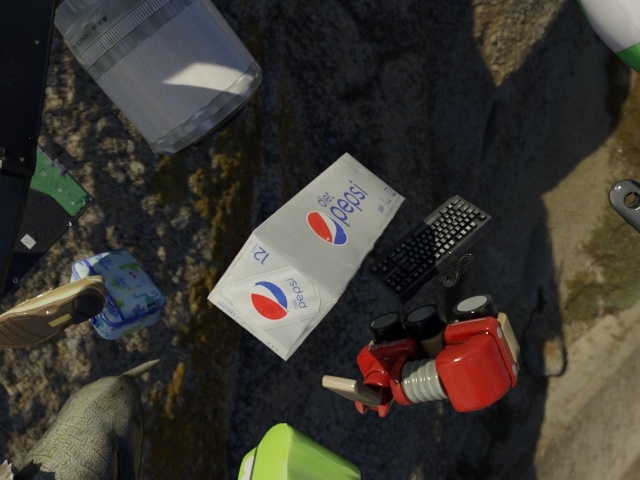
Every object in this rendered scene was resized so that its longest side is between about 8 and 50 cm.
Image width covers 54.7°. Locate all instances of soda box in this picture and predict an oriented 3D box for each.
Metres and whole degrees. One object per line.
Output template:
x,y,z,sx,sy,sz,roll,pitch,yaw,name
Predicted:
0.000,0.000,0.664,0.091,0.098,0.286,-52,179,30,soda box

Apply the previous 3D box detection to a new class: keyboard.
0.162,0.015,0.860,0.180,0.108,0.023,-39,147,-13,keyboard

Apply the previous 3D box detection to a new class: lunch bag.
-0.506,0.130,1.532,0.176,0.219,0.090,-18,150,-41,lunch bag

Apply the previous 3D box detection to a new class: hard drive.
-0.637,-0.058,1.229,0.237,0.064,0.339,51,40,-25,hard drive

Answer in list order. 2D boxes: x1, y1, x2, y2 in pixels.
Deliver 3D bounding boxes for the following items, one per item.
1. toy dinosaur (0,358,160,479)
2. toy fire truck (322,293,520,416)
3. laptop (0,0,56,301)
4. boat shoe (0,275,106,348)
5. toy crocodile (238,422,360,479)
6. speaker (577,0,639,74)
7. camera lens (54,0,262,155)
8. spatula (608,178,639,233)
-0.190,0.186,0.492,0.313,0.121,0.160,-44,155,-53,toy dinosaur
0.127,0.174,0.821,0.246,0.217,0.158,-43,113,-54,toy fire truck
-0.476,-0.114,0.560,0.382,0.236,0.408,9,72,-32,laptop
-0.410,0.105,0.939,0.190,0.072,0.068,-18,126,3,boat shoe
-0.024,0.234,0.227,0.115,0.105,0.340,44,39,-28,toy crocodile
0.141,-0.238,0.317,0.131,0.131,0.296,-36,94,-31,speaker
-0.242,-0.288,0.966,0.219,0.219,0.274,-48,113,-24,camera lens
0.354,0.046,0.524,0.296,0.030,0.084,39,106,-10,spatula
